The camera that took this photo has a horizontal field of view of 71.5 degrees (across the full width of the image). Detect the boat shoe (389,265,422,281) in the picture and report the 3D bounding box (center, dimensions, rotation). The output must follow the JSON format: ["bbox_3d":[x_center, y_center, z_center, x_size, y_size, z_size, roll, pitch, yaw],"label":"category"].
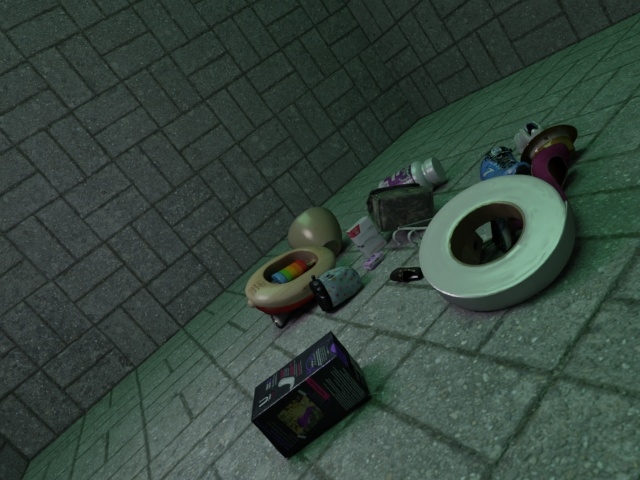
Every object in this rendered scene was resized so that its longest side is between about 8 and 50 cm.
[{"bbox_3d":[0.282,0.115,1.495,0.133,0.049,0.042,-17,16,46],"label":"boat shoe"}]

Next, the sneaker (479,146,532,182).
[{"bbox_3d":[0.604,-0.240,1.498,0.129,0.147,0.330,-15,5,2],"label":"sneaker"}]

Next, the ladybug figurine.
[{"bbox_3d":[-0.123,0.182,1.941,0.449,0.162,0.305,-29,35,-26],"label":"ladybug figurine"}]

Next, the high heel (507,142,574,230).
[{"bbox_3d":[0.686,-0.165,1.259,0.377,0.127,0.181,-55,21,-25],"label":"high heel"}]

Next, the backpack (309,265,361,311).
[{"bbox_3d":[0.065,0.176,1.704,0.181,0.152,0.115,-29,15,-21],"label":"backpack"}]

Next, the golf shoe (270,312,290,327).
[{"bbox_3d":[-0.170,0.317,1.956,0.085,0.068,0.186,-35,13,9],"label":"golf shoe"}]

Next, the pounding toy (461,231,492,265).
[{"bbox_3d":[0.435,0.027,1.337,0.130,0.100,0.141,-33,19,43],"label":"pounding toy"}]

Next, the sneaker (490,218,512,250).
[{"bbox_3d":[0.546,-0.053,1.323,0.086,0.085,0.237,-5,31,16],"label":"sneaker"}]

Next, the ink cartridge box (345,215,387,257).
[{"bbox_3d":[0.200,-0.013,1.932,0.109,0.151,0.063,-40,9,-12],"label":"ink cartridge box"}]

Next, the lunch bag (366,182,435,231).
[{"bbox_3d":[0.329,-0.148,1.879,0.235,0.169,0.287,-9,12,-3],"label":"lunch bag"}]

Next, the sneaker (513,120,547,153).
[{"bbox_3d":[0.809,-0.398,1.690,0.111,0.129,0.297,-37,12,10],"label":"sneaker"}]

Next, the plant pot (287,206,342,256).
[{"bbox_3d":[0.000,0.000,2.259,0.284,0.284,0.191,-38,48,-4],"label":"plant pot"}]

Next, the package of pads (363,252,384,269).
[{"bbox_3d":[0.216,0.086,1.810,0.083,0.032,0.050,-43,15,-21],"label":"package of pads"}]

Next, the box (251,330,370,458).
[{"bbox_3d":[-0.029,0.393,1.156,0.270,0.143,0.165,-37,11,4],"label":"box"}]

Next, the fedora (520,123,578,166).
[{"bbox_3d":[0.766,-0.290,1.468,0.194,0.194,0.079,-33,51,21],"label":"fedora"}]

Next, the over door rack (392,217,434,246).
[{"bbox_3d":[0.448,-0.054,1.560,0.324,0.108,0.239,-26,10,-17],"label":"over door rack"}]

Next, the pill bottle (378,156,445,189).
[{"bbox_3d":[0.445,-0.281,2.161,0.301,0.169,0.169,-28,16,36],"label":"pill bottle"}]

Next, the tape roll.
[{"bbox_3d":[0.442,-0.002,1.153,0.391,0.072,0.392,-31,35,25],"label":"tape roll"}]
